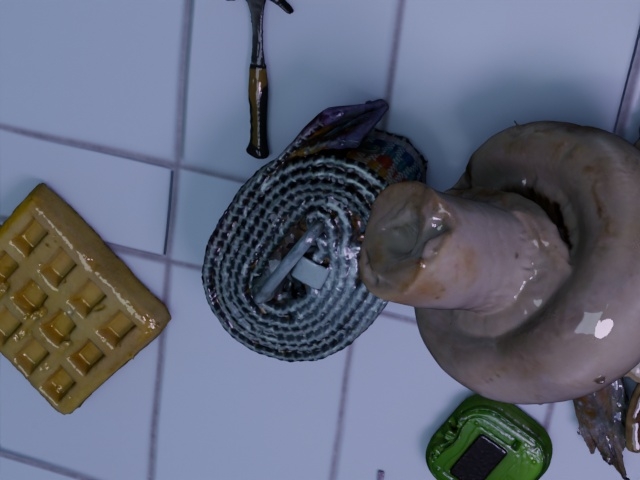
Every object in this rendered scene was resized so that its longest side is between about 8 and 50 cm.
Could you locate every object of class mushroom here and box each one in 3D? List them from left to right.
[{"bbox_3d":[0.179,0.004,1.000,0.290,0.292,0.292,23,124,-38],"label":"mushroom"}]

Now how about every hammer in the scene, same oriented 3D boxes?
[{"bbox_3d":[-0.068,-0.190,1.195,0.078,0.021,0.201,6,112,16],"label":"hammer"}]

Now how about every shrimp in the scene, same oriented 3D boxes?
[{"bbox_3d":[0.346,0.170,1.192,0.126,0.047,0.223,-11,105,11],"label":"shrimp"}]

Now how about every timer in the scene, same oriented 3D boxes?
[{"bbox_3d":[0.201,0.259,1.267,0.128,0.047,0.140,37,116,2],"label":"timer"}]

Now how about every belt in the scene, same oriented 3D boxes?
[{"bbox_3d":[0.000,0.000,1.169,0.207,0.160,0.295,43,117,-2],"label":"belt"}]

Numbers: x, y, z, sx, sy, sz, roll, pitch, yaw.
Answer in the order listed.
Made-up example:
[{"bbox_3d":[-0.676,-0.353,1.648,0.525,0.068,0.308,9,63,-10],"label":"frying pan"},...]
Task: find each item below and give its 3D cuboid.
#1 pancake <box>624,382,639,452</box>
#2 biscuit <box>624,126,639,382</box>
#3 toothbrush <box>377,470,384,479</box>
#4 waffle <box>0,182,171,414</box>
[{"bbox_3d":[0.431,0.197,1.160,0.190,0.020,0.184,-32,98,8],"label":"pancake"},{"bbox_3d":[0.399,0.007,1.090,0.217,0.044,0.325,20,106,13],"label":"biscuit"},{"bbox_3d":[0.075,0.340,1.361,0.008,0.006,0.097,9,113,10],"label":"toothbrush"},{"bbox_3d":[-0.346,0.082,1.369,0.248,0.055,0.221,46,117,-3],"label":"waffle"}]
